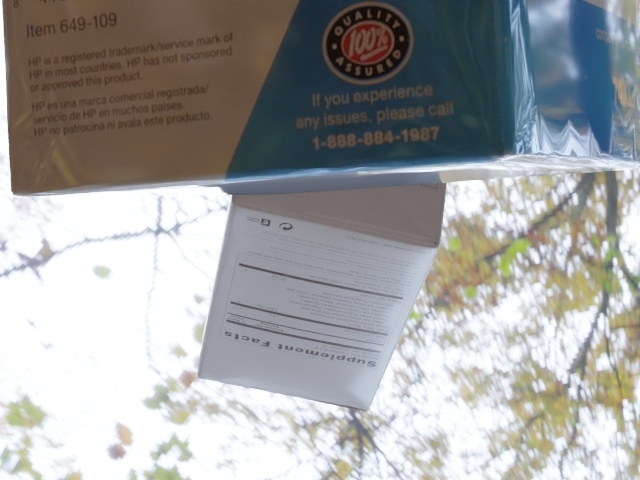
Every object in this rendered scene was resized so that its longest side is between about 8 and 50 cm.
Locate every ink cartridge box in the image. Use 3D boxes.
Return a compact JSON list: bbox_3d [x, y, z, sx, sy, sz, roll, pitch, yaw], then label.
[{"bbox_3d":[0.006,-0.157,0.553,0.198,0.197,0.270,-3,-89,26],"label":"ink cartridge box"}]

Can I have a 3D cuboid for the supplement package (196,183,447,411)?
[{"bbox_3d":[0.000,0.000,1.271,0.175,0.293,0.177,12,-125,-4],"label":"supplement package"}]
